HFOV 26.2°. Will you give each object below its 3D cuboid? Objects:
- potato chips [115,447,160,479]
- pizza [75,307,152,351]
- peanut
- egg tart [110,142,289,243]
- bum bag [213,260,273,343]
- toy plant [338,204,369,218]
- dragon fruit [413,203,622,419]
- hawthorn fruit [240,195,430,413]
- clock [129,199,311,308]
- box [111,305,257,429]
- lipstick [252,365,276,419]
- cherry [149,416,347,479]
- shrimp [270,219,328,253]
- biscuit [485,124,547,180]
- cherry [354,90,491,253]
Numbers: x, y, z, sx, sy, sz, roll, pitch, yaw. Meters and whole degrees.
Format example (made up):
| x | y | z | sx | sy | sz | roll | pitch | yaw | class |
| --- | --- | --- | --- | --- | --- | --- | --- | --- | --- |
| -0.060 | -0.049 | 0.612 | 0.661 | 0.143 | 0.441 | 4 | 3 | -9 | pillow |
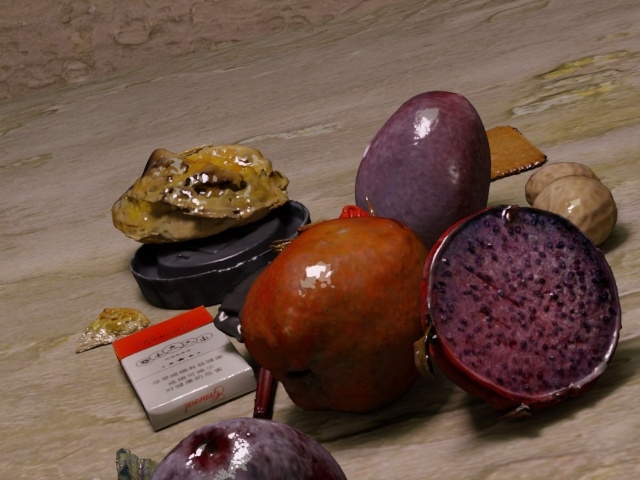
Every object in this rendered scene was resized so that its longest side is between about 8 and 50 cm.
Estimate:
| x | y | z | sx | sy | sz | roll | pitch | yaw | class |
| --- | --- | --- | --- | --- | --- | --- | --- | --- | --- |
| -0.174 | 0.266 | 1.448 | 0.092 | 0.028 | 0.207 | -17 | 21 | -2 | potato chips |
| -0.299 | 0.124 | 1.930 | 0.109 | 0.026 | 0.123 | -32 | 25 | -31 | pizza |
| 0.324 | -0.051 | 1.799 | 0.104 | 0.085 | 0.228 | -18 | 18 | 7 | peanut |
| -0.188 | -0.086 | 2.103 | 0.297 | 0.132 | 0.297 | -9 | 21 | 4 | egg tart |
| -0.040 | 0.073 | 1.769 | 0.142 | 0.079 | 0.326 | 0 | 13 | 22 | bum bag |
| 0.065 | 0.041 | 1.715 | 0.155 | 0.088 | 0.240 | 24 | 34 | 7 | toy plant |
| 0.189 | 0.084 | 1.450 | 0.148 | 0.218 | 0.223 | 135 | 157 | -67 | dragon fruit |
| 0.038 | 0.058 | 1.520 | 0.210 | 0.210 | 0.262 | -2 | 48 | 36 | hawthorn fruit |
| -0.143 | 0.018 | 2.042 | 0.281 | 0.055 | 0.280 | -15 | 20 | 6 | clock |
| -0.175 | 0.155 | 1.729 | 0.139 | 0.035 | 0.245 | -23 | 20 | -13 | box |
| -0.064 | 0.166 | 1.624 | 0.027 | 0.027 | 0.176 | -14 | 20 | 8 | lipstick |
| -0.067 | 0.243 | 1.189 | 0.195 | 0.195 | 0.195 | -15 | 20 | 6 | cherry |
| 0.001 | -0.007 | 1.942 | 0.162 | 0.045 | 0.095 | -1 | 44 | -19 | shrimp |
| 0.223 | -0.122 | 2.179 | 0.232 | 0.013 | 0.237 | -18 | 19 | -2 | biscuit |
| 0.142 | -0.081 | 1.869 | 0.184 | 0.266 | 0.213 | 19 | 22 | -6 | cherry |
